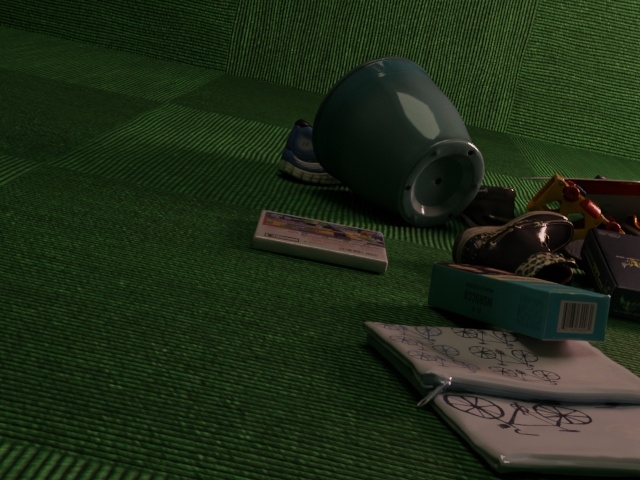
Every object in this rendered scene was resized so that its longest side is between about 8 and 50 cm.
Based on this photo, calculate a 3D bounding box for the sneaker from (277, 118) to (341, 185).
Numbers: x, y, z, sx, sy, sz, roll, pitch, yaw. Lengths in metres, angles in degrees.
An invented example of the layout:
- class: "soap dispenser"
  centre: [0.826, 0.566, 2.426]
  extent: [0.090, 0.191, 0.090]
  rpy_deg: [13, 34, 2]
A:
- class: "sneaker"
  centre: [0.072, -0.187, 2.207]
  extent: [0.330, 0.147, 0.129]
  rpy_deg: [1, 17, -39]

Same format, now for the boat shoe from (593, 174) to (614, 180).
- class: "boat shoe"
  centre: [0.762, -0.076, 2.456]
  extent: [0.302, 0.091, 0.114]
  rpy_deg: [12, 13, 0]

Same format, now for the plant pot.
- class: "plant pot"
  centre: [0.159, -0.163, 1.997]
  extent: [0.271, 0.272, 0.255]
  rpy_deg: [3, 32, -33]

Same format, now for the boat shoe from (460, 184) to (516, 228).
- class: "boat shoe"
  centre: [0.293, -0.096, 2.130]
  extent: [0.112, 0.096, 0.335]
  rpy_deg: [6, 15, -23]

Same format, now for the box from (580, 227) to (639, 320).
- class: "box"
  centre: [0.540, 0.065, 1.687]
  extent: [0.232, 0.059, 0.183]
  rpy_deg: [10, 30, -5]

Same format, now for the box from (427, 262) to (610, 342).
- class: "box"
  centre: [0.248, 0.077, 1.381]
  extent: [0.100, 0.060, 0.244]
  rpy_deg: [5, 5, -29]

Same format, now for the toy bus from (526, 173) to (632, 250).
- class: "toy bus"
  centre: [0.476, -0.030, 2.001]
  extent: [0.191, 0.104, 0.202]
  rpy_deg: [29, 18, -42]

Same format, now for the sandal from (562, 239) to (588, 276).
- class: "sandal"
  centre: [0.518, 0.049, 1.848]
  extent: [0.254, 0.054, 0.097]
  rpy_deg: [7, 25, -31]

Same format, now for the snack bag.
- class: "snack bag"
  centre: [0.245, 0.167, 1.163]
  extent: [0.323, 0.037, 0.342]
  rpy_deg: [7, 15, -20]

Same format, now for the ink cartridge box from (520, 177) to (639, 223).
- class: "ink cartridge box"
  centre: [0.643, -0.071, 2.184]
  extent: [0.385, 0.091, 0.308]
  rpy_deg: [3, 2, -34]

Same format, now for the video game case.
- class: "video game case"
  centre: [0.000, 0.000, 1.655]
  extent: [0.201, 0.023, 0.183]
  rpy_deg: [10, 14, -2]

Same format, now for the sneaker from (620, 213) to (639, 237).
- class: "sneaker"
  centre: [0.660, 0.013, 2.035]
  extent: [0.214, 0.083, 0.084]
  rpy_deg: [17, 12, 13]

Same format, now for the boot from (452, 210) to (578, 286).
- class: "boot"
  centre: [0.349, 0.026, 1.700]
  extent: [0.236, 0.085, 0.178]
  rpy_deg: [-10, 25, -30]
